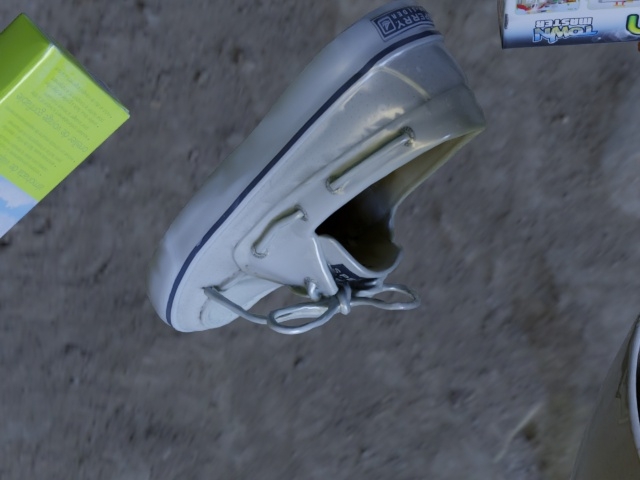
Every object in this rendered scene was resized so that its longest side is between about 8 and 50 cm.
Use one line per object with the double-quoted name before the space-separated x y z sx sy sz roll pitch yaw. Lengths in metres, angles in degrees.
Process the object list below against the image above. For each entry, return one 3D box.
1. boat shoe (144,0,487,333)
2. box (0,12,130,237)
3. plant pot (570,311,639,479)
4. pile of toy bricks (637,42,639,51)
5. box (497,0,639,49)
"boat shoe" 0.007 -0.003 1.306 0.136 0.367 0.156 -21 71 -46
"box" -0.217 -0.051 1.154 0.178 0.109 0.042 -43 61 2
"plant pot" 0.253 0.160 1.092 0.256 0.274 0.256 7 62 -13
"pile of toy bricks" 0.268 -0.243 1.379 0.118 0.212 0.105 -23 40 -24
"box" 0.208 -0.164 1.050 0.207 0.114 0.036 -3 59 0
